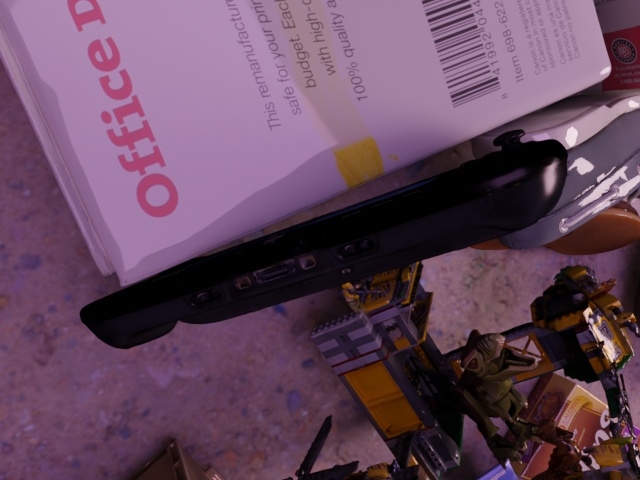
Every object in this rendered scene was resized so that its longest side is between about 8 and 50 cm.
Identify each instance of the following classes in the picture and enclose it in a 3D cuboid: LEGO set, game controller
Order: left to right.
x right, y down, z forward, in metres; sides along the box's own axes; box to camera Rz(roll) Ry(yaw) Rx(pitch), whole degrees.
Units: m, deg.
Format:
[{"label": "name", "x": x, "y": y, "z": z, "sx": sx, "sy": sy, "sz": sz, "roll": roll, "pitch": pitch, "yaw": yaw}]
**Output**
[{"label": "game controller", "x": 0.000, "y": 0.000, "z": 0.420, "sx": 0.319, "sy": 0.166, "sz": 0.067, "roll": -19, "pitch": 85, "yaw": 21}, {"label": "LEGO set", "x": 0.098, "y": 0.100, "z": 0.454, "sx": 0.192, "sy": 0.254, "sz": 0.331, "roll": 56, "pitch": 36, "yaw": -15}]

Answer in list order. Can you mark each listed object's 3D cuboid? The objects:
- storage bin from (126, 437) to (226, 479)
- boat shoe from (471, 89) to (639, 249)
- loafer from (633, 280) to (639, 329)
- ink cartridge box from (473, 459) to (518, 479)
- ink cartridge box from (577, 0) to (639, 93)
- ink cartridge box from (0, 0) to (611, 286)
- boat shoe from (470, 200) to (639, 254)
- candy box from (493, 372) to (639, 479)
[{"label": "storage bin", "x": -0.146, "y": 0.299, "z": 0.418, "sx": 0.262, "sy": 0.260, "sz": 0.123, "roll": -41, "pitch": 107, "yaw": -10}, {"label": "boat shoe", "x": 0.248, "y": -0.077, "z": 0.566, "sx": 0.319, "sy": 0.116, "sz": 0.099, "roll": -21, "pitch": 108, "yaw": -37}, {"label": "loafer", "x": 0.485, "y": 0.105, "z": 0.696, "sx": 0.365, "sy": 0.134, "sz": 0.130, "roll": 26, "pitch": 111, "yaw": -10}, {"label": "ink cartridge box", "x": 0.155, "y": 0.375, "z": 0.632, "sx": 0.185, "sy": 0.065, "sz": 0.311, "roll": -28, "pitch": 106, "yaw": -11}, {"label": "ink cartridge box", "x": 0.231, "y": -0.251, "z": 0.528, "sx": 0.100, "sy": 0.172, "sz": 0.237, "roll": -32, "pitch": 105, "yaw": -5}, {"label": "ink cartridge box", "x": -0.025, "y": -0.177, "z": 0.460, "sx": 0.384, "sy": 0.160, "sz": 0.280, "roll": -24, "pitch": 103, "yaw": -15}, {"label": "boat shoe", "x": 0.219, "y": -0.032, "z": 0.607, "sx": 0.206, "sy": 0.073, "sz": 0.073, "roll": 5, "pitch": 54, "yaw": -25}, {"label": "candy box", "x": 0.284, "y": 0.230, "z": 0.666, "sx": 0.186, "sy": 0.053, "sz": 0.109, "roll": 34, "pitch": 85, "yaw": -17}]
